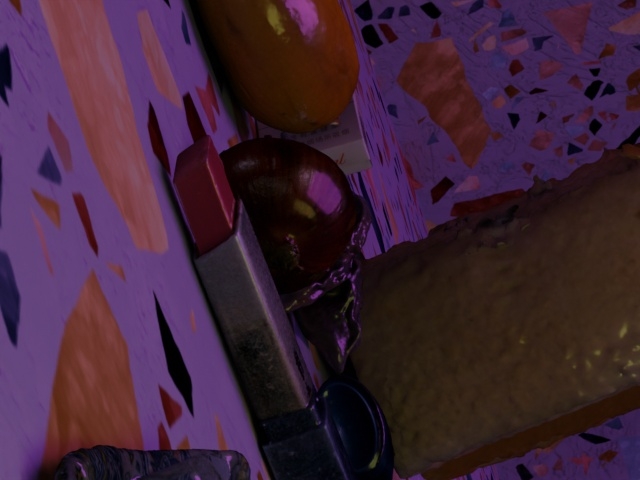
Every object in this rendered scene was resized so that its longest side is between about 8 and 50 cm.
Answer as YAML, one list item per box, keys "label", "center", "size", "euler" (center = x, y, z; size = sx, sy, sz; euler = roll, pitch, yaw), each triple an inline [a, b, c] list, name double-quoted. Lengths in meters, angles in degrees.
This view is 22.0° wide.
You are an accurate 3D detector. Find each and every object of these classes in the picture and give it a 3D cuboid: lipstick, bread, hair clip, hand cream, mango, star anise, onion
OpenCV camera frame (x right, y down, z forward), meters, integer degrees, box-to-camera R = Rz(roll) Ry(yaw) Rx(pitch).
- label: "lipstick"
  center: [-0.038, 0.077, 1.127]
  size: [0.051, 0.051, 0.312]
  euler: [-87, 158, -67]
- label: "bread"
  center: [0.216, 0.059, 1.526]
  size: [0.165, 0.375, 0.237]
  euler: [31, 40, -64]
- label: "hair clip"
  center: [-0.078, 0.120, 0.743]
  size: [0.229, 0.036, 0.066]
  euler: [5, 65, -76]
- label: "hand cream"
  center: [0.032, 0.182, 1.458]
  size: [0.270, 0.061, 0.120]
  euler: [77, -7, -75]
- label: "mango"
  center: [-0.054, -0.213, 1.436]
  size: [0.317, 0.119, 0.176]
  euler: [59, 17, -32]
- label: "star anise"
  center: [0.000, -0.001, 1.441]
  size: [0.209, 0.089, 0.231]
  euler: [78, 14, -44]
- label: "onion"
  center: [-0.029, -0.019, 1.188]
  size: [0.119, 0.118, 0.117]
  euler: [-99, 174, -46]

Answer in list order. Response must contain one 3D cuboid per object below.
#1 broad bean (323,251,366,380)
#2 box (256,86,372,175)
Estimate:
- label: "broad bean"
  center: [0.026, 0.059, 1.669]
  size: [0.292, 0.049, 0.144]
  euler: [-95, 162, -52]
- label: "box"
  center: [-0.010, -0.120, 1.584]
  size: [0.048, 0.100, 0.152]
  euler: [70, 7, -47]
